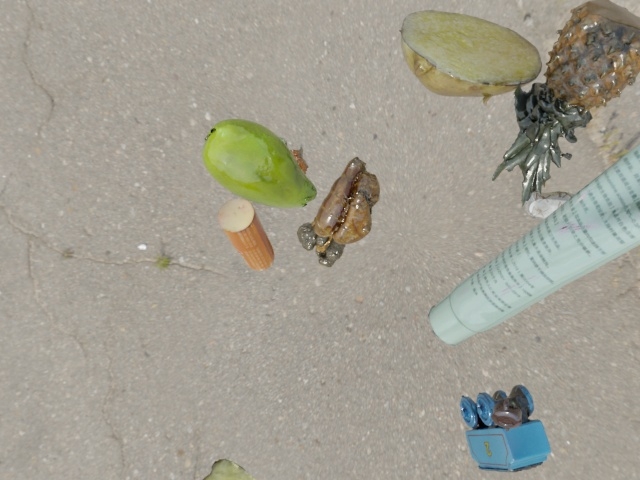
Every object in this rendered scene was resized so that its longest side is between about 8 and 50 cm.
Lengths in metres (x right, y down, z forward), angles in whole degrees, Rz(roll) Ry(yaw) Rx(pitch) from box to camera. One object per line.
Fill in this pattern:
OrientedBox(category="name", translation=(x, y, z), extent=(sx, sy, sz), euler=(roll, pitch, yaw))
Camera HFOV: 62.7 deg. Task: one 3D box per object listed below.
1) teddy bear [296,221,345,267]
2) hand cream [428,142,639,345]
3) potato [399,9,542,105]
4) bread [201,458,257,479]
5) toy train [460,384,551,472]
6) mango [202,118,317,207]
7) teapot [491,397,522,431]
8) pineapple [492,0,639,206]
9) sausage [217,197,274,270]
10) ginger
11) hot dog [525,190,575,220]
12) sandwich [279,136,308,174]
OrientedBox(category="teddy bear", translation=(0.000, 0.000, 1.968), extent=(0.190, 0.177, 0.140), euler=(25, 71, 1))
OrientedBox(category="hand cream", translation=(0.215, 0.007, 0.477), extent=(0.058, 0.331, 0.085), euler=(9, 53, -26))
OrientedBox(category="potato", translation=(0.298, -0.363, 1.097), extent=(0.299, 0.116, 0.239), euler=(11, 48, 0))
OrientedBox(category="bread", translation=(-0.133, 0.479, 0.762), extent=(0.236, 0.263, 0.198), euler=(43, 136, 2))
OrientedBox(category="toy train", translation=(0.607, 0.631, 1.752), extent=(0.188, 0.300, 0.265), euler=(-7, 70, -13))
OrientedBox(category="mango", translation=(-0.067, -0.079, 0.617), extent=(0.091, 0.165, 0.074), euler=(-11, 59, 40))
OrientedBox(category="teapot", translation=(0.443, 0.413, 1.246), extent=(0.067, 0.045, 0.100), euler=(2, 129, 25))
OrientedBox(category="pineapple", translation=(0.430, -0.241, 0.955), extent=(0.165, 0.165, 0.364), euler=(31, 136, 8))
OrientedBox(category="sausage", translation=(-0.182, 0.004, 1.377), extent=(0.093, 0.312, 0.093), euler=(-3, 65, 6))
OrientedBox(category="ginger", translation=(0.054, -0.064, 0.943), extent=(0.103, 0.073, 0.162), euler=(33, 106, 28))
OrientedBox(category="hot dog", translation=(0.731, -0.106, 1.621), extent=(0.192, 0.053, 0.099), euler=(0, 125, 4))
OrientedBox(category="sandwich", translation=(-0.111, -0.263, 1.842), extent=(0.159, 0.185, 0.109), euler=(12, 51, 16))
